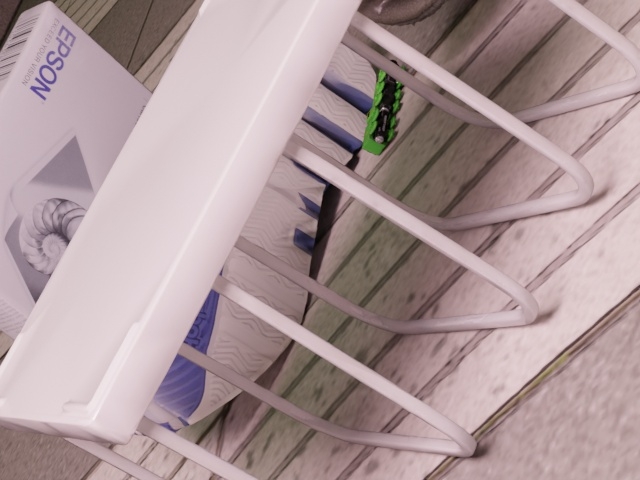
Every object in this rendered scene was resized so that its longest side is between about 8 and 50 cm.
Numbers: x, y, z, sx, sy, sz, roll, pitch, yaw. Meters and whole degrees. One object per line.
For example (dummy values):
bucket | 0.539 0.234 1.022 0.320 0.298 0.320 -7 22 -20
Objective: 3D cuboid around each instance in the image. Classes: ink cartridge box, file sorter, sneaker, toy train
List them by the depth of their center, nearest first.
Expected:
file sorter | 0.000 0.000 0.749 0.277 0.173 0.193 -63 19 -16
toy train | 0.040 -0.087 1.038 0.023 0.017 0.083 -56 15 41
sneaker | -0.081 0.005 1.058 0.182 0.127 0.315 -38 20 53
ink cartridge box | -0.167 -0.019 1.151 0.045 0.224 0.223 -15 44 42

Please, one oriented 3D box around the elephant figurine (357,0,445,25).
elephant figurine | 0.041 -0.202 0.907 0.169 0.239 0.186 -67 23 19
